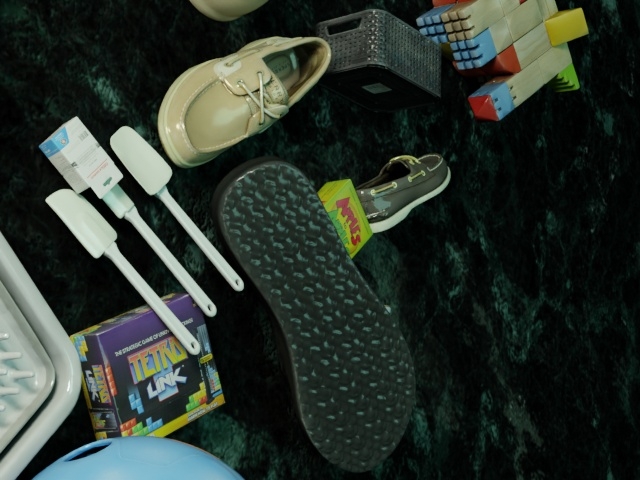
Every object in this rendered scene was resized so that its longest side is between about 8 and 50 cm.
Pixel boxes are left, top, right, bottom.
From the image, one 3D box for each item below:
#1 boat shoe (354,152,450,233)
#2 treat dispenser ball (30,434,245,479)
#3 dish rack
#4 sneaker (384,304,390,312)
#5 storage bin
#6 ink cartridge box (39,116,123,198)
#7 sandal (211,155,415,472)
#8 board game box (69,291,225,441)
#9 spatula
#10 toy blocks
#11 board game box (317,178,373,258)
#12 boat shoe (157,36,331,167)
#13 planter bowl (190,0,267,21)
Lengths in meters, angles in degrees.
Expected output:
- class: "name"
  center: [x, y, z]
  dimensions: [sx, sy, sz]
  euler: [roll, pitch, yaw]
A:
- class: "boat shoe"
  center: [0.122, -0.087, 1.781]
  dimensions: [0.227, 0.081, 0.069]
  euler: [-39, 119, -46]
- class: "treat dispenser ball"
  center: [-0.174, 0.331, 1.139]
  dimensions: [0.288, 0.288, 0.288]
  euler: [12, 75, -52]
- class: "dish rack"
  center: [-0.382, 0.097, 1.080]
  dimensions: [0.285, 0.072, 0.333]
  euler: [-54, 126, -44]
- class: "sneaker"
  center: [0.059, 0.127, 1.693]
  dimensions: [0.118, 0.042, 0.067]
  euler: [-6, 85, -46]
- class: "storage bin"
  center: [0.084, -0.254, 1.722]
  dimensions: [0.180, 0.122, 0.084]
  euler: [18, 70, -51]
- class: "ink cartridge box"
  center: [-0.259, -0.086, 1.298]
  dimensions: [0.083, 0.028, 0.048]
  euler: [53, 45, -16]
- class: "sandal"
  center: [-0.003, 0.091, 1.531]
  dimensions: [0.167, 0.107, 0.446]
  euler: [-26, 110, -12]
- class: "board game box"
  center: [-0.191, 0.147, 1.349]
  dimensions: [0.170, 0.048, 0.141]
  euler: [-24, 105, -52]
- class: "spatula"
  center: [-0.185, -0.001, 1.361]
  dimensions: [0.242, 0.019, 0.168]
  euler: [50, 40, -14]
- class: "toy blocks"
  center: [0.275, -0.371, 1.982]
  dimensions: [0.261, 0.190, 0.381]
  euler: [-38, 115, -37]
- class: "board game box"
  center: [0.000, 0.000, 1.634]
  dimensions: [0.181, 0.043, 0.092]
  euler: [-47, 121, -46]
- class: "boat shoe"
  center: [-0.090, -0.186, 1.497]
  dimensions: [0.302, 0.098, 0.109]
  euler: [-42, 118, -48]
- class: "planter bowl"
  center: [-0.097, -0.367, 1.511]
  dimensions: [0.162, 0.109, 0.162]
  euler: [11, 76, -52]
